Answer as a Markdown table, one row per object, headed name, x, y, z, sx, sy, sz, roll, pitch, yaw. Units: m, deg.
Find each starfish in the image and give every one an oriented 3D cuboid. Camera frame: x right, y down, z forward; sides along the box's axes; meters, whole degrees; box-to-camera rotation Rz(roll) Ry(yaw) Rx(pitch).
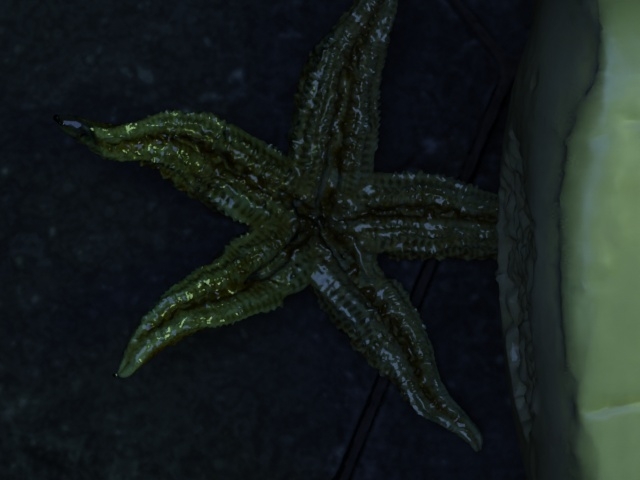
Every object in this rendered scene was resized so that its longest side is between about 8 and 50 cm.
| name | x | y | z | sx | sy | sz | roll | pitch | yaw |
| --- | --- | --- | --- | --- | --- | --- | --- | --- | --- |
| starfish | 0.000 | 0.002 | 1.313 | 0.347 | 0.078 | 0.358 | -25 | 96 | -13 |

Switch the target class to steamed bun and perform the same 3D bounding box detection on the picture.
| name | x | y | z | sx | sy | sz | roll | pitch | yaw |
| --- | --- | --- | --- | --- | --- | --- | --- | --- | --- |
| steamed bun | 0.295 | 0.017 | 1.179 | 0.371 | 0.290 | 0.456 | -1 | 101 | -4 |
